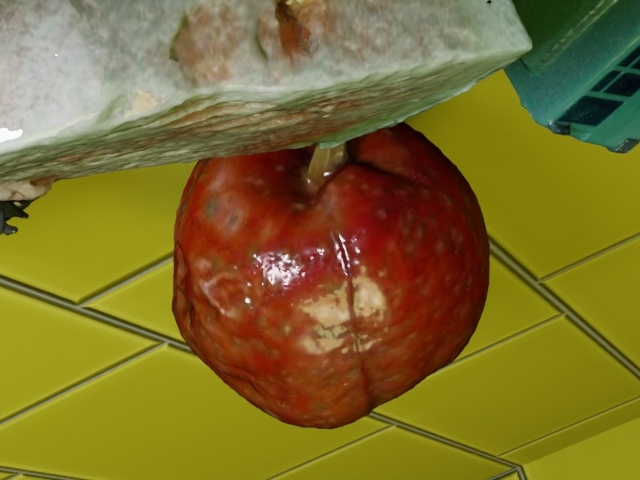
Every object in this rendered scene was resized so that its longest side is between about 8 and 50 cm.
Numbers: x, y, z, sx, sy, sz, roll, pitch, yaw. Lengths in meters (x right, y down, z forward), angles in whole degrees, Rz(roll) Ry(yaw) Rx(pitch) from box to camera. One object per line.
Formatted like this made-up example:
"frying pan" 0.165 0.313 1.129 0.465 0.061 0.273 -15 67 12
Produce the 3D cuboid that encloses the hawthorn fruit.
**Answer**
"hawthorn fruit" 0.001 0.015 0.928 0.258 0.258 0.262 -25 161 15

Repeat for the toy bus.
"toy bus" 0.234 -0.180 0.823 0.147 0.128 0.256 4 145 -38

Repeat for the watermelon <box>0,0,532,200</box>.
"watermelon" -0.122 -0.107 0.498 0.387 0.258 0.228 30 146 -13

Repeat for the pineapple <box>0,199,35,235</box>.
"pineapple" -0.293 -0.039 0.751 0.158 0.158 0.278 -36 163 33
